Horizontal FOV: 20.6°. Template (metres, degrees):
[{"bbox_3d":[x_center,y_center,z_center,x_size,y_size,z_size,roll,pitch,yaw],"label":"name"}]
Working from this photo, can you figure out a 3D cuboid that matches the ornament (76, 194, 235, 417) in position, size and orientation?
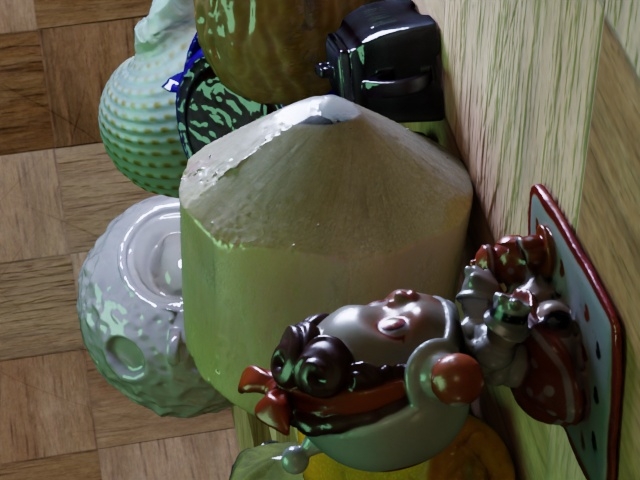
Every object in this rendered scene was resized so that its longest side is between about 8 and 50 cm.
[{"bbox_3d":[-0.194,0.100,2.611,0.337,0.337,0.337,172,90,-82],"label":"ornament"}]

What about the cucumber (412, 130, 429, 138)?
[{"bbox_3d":[0.075,-0.067,1.578,0.168,0.039,0.039,102,159,-73],"label":"cucumber"}]

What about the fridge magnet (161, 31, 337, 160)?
[{"bbox_3d":[-0.062,-0.131,1.931,0.265,0.112,0.265,23,125,37],"label":"fridge magnet"}]

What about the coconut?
[{"bbox_3d":[0.000,0.000,1.407,0.239,0.239,0.244,-111,24,-58],"label":"coconut"}]

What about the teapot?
[{"bbox_3d":[0.044,-0.151,1.503,0.177,0.096,0.087,-119,22,-67],"label":"teapot"}]

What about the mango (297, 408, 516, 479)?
[{"bbox_3d":[0.067,0.191,1.510,0.359,0.144,0.187,-135,49,-68],"label":"mango"}]

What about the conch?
[{"bbox_3d":[-0.120,-0.196,2.147,0.215,0.303,0.319,41,150,3],"label":"conch"}]

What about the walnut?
[{"bbox_3d":[-0.030,-0.228,1.655,0.213,0.213,0.213,172,90,-82],"label":"walnut"}]

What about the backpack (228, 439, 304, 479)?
[{"bbox_3d":[0.013,0.308,1.835,0.140,0.207,0.253,-75,-21,-45],"label":"backpack"}]

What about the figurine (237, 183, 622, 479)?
[{"bbox_3d":[0.060,0.084,1.156,0.183,0.226,0.160,-109,13,-55],"label":"figurine"}]
